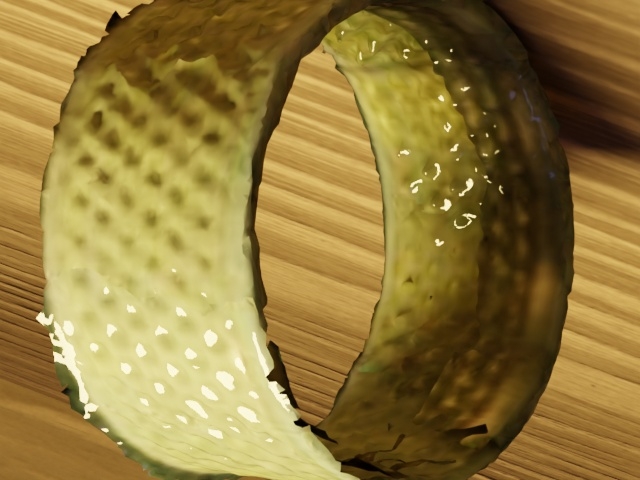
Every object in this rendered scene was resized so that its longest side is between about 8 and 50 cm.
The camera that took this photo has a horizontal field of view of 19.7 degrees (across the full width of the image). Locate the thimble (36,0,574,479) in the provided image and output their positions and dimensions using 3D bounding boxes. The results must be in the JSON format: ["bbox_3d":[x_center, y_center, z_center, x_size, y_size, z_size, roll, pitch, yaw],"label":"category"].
[{"bbox_3d":[0.000,0.000,0.940,0.150,0.271,0.271,1,154,43],"label":"thimble"}]
